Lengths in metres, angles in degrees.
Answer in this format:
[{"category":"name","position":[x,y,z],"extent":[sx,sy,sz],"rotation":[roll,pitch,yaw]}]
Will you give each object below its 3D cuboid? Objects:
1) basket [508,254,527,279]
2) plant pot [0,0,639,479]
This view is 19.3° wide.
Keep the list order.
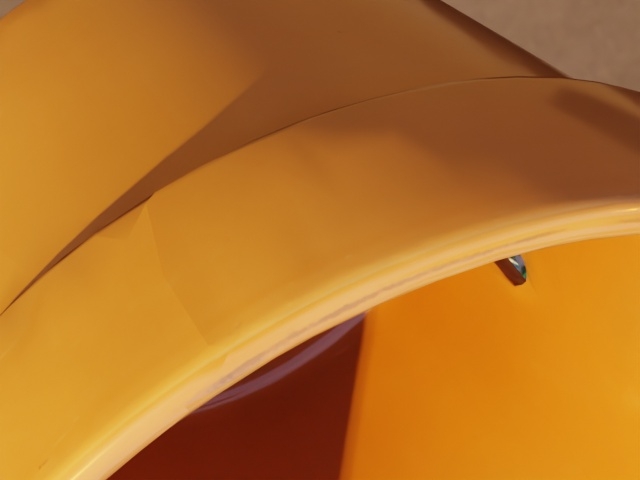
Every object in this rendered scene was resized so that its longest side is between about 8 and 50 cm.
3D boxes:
[{"category":"basket","position":[0.000,0.000,1.196],"extent":[0.289,0.255,0.201],"rotation":[-10,167,-29]},{"category":"plant pot","position":[-0.006,0.044,0.547],"extent":[0.291,0.203,0.291],"rotation":[-16,136,-17]}]
